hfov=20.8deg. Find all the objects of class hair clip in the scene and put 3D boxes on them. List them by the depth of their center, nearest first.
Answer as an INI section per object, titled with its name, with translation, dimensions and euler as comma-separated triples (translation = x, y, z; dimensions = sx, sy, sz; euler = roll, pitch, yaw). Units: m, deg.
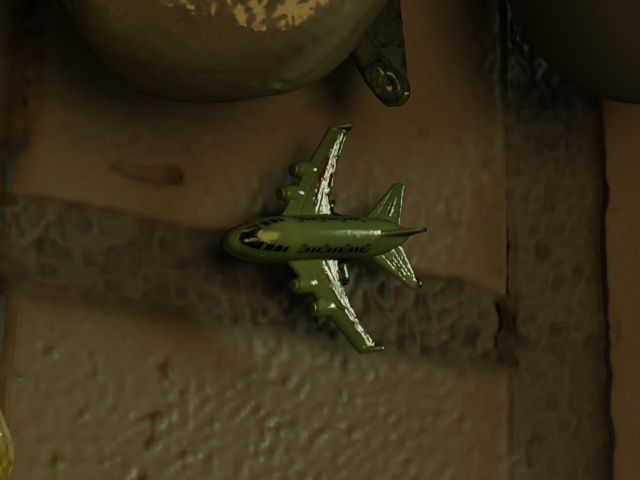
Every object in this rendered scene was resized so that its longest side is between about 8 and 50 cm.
[hair clip]
translation = 0.020, -0.164, 0.821
dimensions = 0.066, 0.036, 0.229
euler = 15, 63, -38

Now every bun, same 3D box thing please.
[bun]
translation = -0.039, -0.139, 0.720
dimensions = 0.173, 0.113, 0.166
euler = -21, 86, -16

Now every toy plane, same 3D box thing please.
[toy plane]
translation = 0.000, 0.000, 0.759
dimensions = 0.111, 0.040, 0.102
euler = -3, 78, -37

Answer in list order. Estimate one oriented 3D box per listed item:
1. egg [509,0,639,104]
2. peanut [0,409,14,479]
[egg]
translation = 0.180, -0.167, 0.854
dimensions = 0.176, 0.176, 0.232
euler = 39, 65, -23
[peanut]
translation = -0.196, 0.074, 0.562
dimensions = 0.207, 0.087, 0.087
euler = -7, 82, -37
